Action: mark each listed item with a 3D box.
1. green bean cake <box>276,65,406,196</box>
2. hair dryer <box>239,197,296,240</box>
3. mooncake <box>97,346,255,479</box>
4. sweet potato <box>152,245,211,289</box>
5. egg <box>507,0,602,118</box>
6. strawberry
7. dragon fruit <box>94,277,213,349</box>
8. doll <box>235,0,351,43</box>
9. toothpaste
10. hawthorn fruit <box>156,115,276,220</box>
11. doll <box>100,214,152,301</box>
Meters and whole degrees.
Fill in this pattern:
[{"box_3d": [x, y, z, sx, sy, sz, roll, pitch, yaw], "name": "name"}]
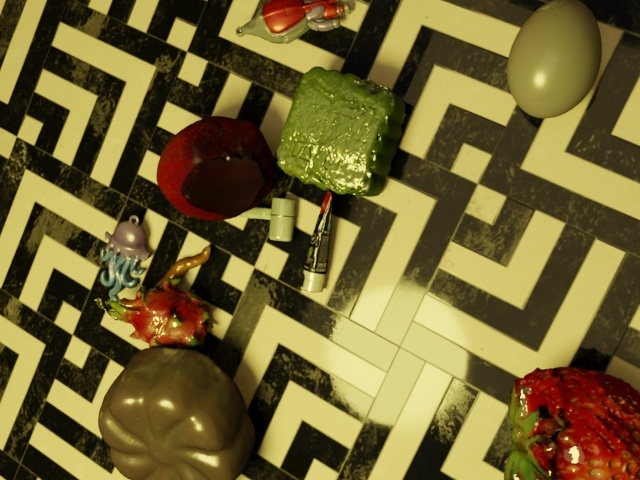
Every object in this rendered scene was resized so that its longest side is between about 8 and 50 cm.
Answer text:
[{"box_3d": [0.041, -0.195, 1.380, 0.200, 0.113, 0.214, 22, 98, 16], "name": "green bean cake"}, {"box_3d": [-0.114, -0.046, 1.476, 0.137, 0.047, 0.082, 8, 93, 26], "name": "hair dryer"}, {"box_3d": [-0.275, 0.356, 1.424, 0.305, 0.154, 0.306, 7, 121, 12], "name": "mooncake"}, {"box_3d": [-0.291, 0.064, 1.542, 0.179, 0.044, 0.044, -38, 77, 9], "name": "sweet potato"}, {"box_3d": [0.386, -0.299, 1.233, 0.146, 0.146, 0.199, 21, 90, 19], "name": "egg"}, {"box_3d": [0.439, 0.328, 1.184, 0.288, 0.250, 0.239, 6, 57, -1], "name": "strawberry"}, {"box_3d": [-0.328, 0.143, 1.485, 0.235, 0.135, 0.137, 26, 115, -6], "name": "dragon fruit"}, {"box_3d": [-0.056, -0.428, 1.435, 0.227, 0.075, 0.102, -15, 70, 10], "name": "doll"}, {"box_3d": [0.000, 0.000, 1.427, 0.045, 0.071, 0.194, 9, 99, -7], "name": "toothpaste"}, {"box_3d": [-0.205, -0.132, 1.429, 0.249, 0.215, 0.216, -9, 86, 55], "name": "hawthorn fruit"}, {"box_3d": [-0.415, 0.038, 1.578, 0.109, 0.067, 0.206, 24, 109, 5], "name": "doll"}]
